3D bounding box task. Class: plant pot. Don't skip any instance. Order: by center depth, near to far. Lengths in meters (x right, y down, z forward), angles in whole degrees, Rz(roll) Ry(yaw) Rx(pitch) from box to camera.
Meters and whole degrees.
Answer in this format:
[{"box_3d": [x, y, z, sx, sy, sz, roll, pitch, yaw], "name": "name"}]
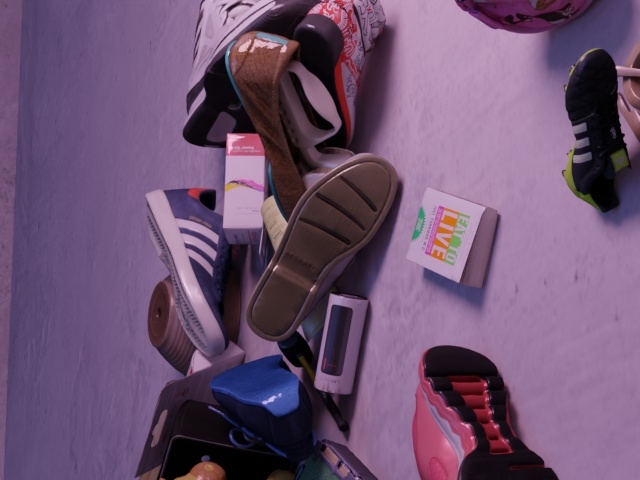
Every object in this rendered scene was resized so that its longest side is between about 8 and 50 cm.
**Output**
[{"box_3d": [-0.163, 0.349, 1.863, 0.167, 0.187, 0.188, -108, 34, -64], "name": "plant pot"}, {"box_3d": [-0.237, 0.135, 2.134, 0.237, 0.110, 0.237, -29, 57, 60], "name": "plant pot"}]

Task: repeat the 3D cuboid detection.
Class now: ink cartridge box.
[{"box_3d": [-0.120, -0.062, 1.952, 0.115, 0.067, 0.198, 84, -174, -76], "name": "ink cartridge box"}, {"box_3d": [-0.226, 0.270, 1.966, 0.056, 0.224, 0.181, 30, 113, 26], "name": "ink cartridge box"}]

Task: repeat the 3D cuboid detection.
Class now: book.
[{"box_3d": [0.160, -0.006, 1.469, 0.144, 0.035, 0.096, 25, 102, 64], "name": "book"}]

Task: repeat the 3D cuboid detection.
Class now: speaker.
[{"box_3d": [0.028, 0.142, 1.661, 0.055, 0.055, 0.136, 19, 100, 63], "name": "speaker"}]

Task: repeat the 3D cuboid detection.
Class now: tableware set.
[{"box_3d": [0.334, -0.125, 1.137, 0.128, 0.039, 0.194, -60, 34, 38], "name": "tableware set"}]

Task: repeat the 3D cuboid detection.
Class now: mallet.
[{"box_3d": [-0.010, 0.196, 1.719, 0.039, 0.062, 0.190, -34, 39, -2], "name": "mallet"}]

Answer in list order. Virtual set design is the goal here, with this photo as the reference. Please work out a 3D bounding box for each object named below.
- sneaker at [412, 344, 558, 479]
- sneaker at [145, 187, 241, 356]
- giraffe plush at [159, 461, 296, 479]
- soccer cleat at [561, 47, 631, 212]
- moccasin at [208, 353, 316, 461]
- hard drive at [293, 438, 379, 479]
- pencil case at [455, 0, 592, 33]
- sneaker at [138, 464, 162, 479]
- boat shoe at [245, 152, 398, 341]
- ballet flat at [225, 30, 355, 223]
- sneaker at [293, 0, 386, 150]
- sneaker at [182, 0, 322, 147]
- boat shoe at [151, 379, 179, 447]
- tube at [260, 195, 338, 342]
[{"box_3d": [0.171, 0.263, 1.311, 0.314, 0.116, 0.136, -104, 23, -49], "name": "sneaker"}, {"box_3d": [-0.183, 0.035, 2.016, 0.131, 0.148, 0.350, 99, 154, -50], "name": "sneaker"}, {"box_3d": [-0.147, 0.390, 1.717, 0.170, 0.210, 0.181, 27, 122, 17], "name": "giraffe plush"}, {"box_3d": [0.276, -0.107, 1.183, 0.072, 0.060, 0.179, 49, 157, 42], "name": "soccer cleat"}, {"box_3d": [-0.085, 0.246, 1.724, 0.342, 0.137, 0.117, -151, 39, -81], "name": "moccasin"}, {"box_3d": [-0.011, 0.457, 1.568, 0.339, 0.064, 0.237, -66, 28, 5], "name": "hard drive"}, {"box_3d": [0.216, -0.430, 1.333, 0.160, 0.167, 0.386, 71, -161, -74], "name": "pencil case"}, {"box_3d": [-0.186, 0.503, 1.957, 0.182, 0.158, 0.410, -35, 43, 16], "name": "sneaker"}, {"box_3d": [0.000, 0.000, 1.677, 0.302, 0.113, 0.103, -52, 0, 14], "name": "boat shoe"}, {"box_3d": [-0.022, -0.142, 1.686, 0.124, 0.342, 0.116, 1, 38, 29], "name": "ballet flat"}, {"box_3d": [0.036, -0.242, 1.725, 0.090, 0.145, 0.270, 25, 146, 23], "name": "sneaker"}, {"box_3d": [-0.129, -0.354, 1.983, 0.447, 0.169, 0.257, 140, 130, -57], "name": "sneaker"}, {"box_3d": [-0.280, 0.364, 2.186, 0.079, 0.084, 0.233, 16, 100, 63], "name": "boat shoe"}, {"box_3d": [-0.029, 0.031, 1.806, 0.070, 0.062, 0.240, 82, 169, -52], "name": "tube"}]
